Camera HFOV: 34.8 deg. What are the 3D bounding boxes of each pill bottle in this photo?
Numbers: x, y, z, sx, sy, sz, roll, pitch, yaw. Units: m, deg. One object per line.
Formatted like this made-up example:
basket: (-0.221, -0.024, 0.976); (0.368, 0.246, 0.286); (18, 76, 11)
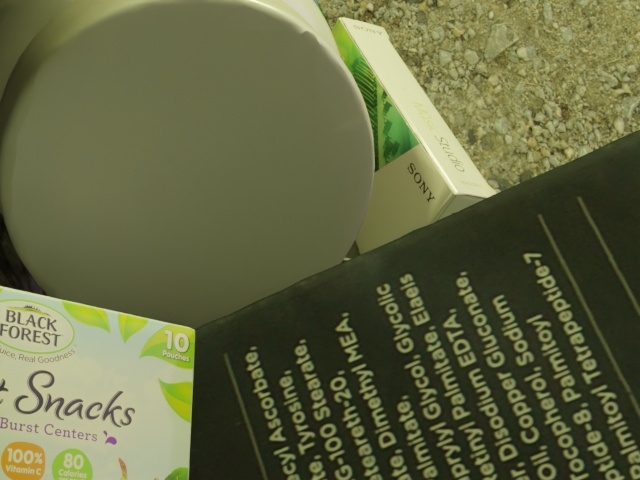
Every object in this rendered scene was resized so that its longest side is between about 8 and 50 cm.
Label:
pill bottle: (-0.114, -0.104, 0.670); (0.224, 0.224, 0.392); (63, -4, -28)

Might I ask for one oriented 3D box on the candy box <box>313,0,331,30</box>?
candy box: (-0.103, -0.202, 1.289); (0.122, 0.268, 0.317); (62, 5, -6)

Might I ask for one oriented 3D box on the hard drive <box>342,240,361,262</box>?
hard drive: (-0.097, -0.045, 0.945); (0.064, 0.237, 0.339); (7, 49, -37)

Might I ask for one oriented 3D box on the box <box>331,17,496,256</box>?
box: (0.000, 0.000, 0.903); (0.058, 0.322, 0.232); (9, 39, -37)

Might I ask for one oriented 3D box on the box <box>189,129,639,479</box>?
box: (0.120, 0.197, 0.595); (0.480, 0.471, 0.297); (54, 12, -66)

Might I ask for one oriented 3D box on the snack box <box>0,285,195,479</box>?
snack box: (-0.116, 0.070, 0.371); (0.141, 0.037, 0.100); (17, 61, -36)
